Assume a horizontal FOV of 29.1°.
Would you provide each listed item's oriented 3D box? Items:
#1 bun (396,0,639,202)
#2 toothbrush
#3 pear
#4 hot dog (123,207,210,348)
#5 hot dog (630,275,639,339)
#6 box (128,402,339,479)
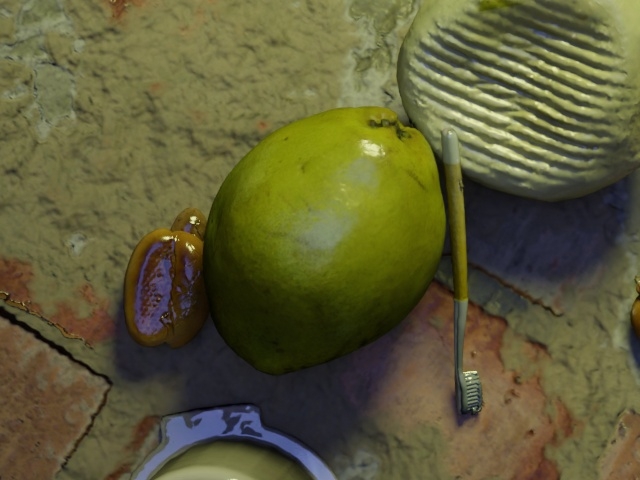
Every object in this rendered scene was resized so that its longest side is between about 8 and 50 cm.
[{"bbox_3d":[0.213,-0.162,1.147,0.259,0.160,0.259,7,113,18],"label":"bun"},{"bbox_3d":[0.133,0.034,1.159,0.024,0.021,0.288,-8,109,-7],"label":"toothbrush"},{"bbox_3d":[0.000,0.000,1.135,0.212,0.212,0.269,37,109,7],"label":"pear"},{"bbox_3d":[-0.148,0.037,1.222,0.090,0.060,0.140,2,92,1],"label":"hot dog"},{"bbox_3d":[0.386,0.114,1.164,0.236,0.062,0.092,40,93,8],"label":"hot dog"},{"bbox_3d":[-0.111,0.302,1.119,0.262,0.206,0.291,41,87,7],"label":"box"}]
